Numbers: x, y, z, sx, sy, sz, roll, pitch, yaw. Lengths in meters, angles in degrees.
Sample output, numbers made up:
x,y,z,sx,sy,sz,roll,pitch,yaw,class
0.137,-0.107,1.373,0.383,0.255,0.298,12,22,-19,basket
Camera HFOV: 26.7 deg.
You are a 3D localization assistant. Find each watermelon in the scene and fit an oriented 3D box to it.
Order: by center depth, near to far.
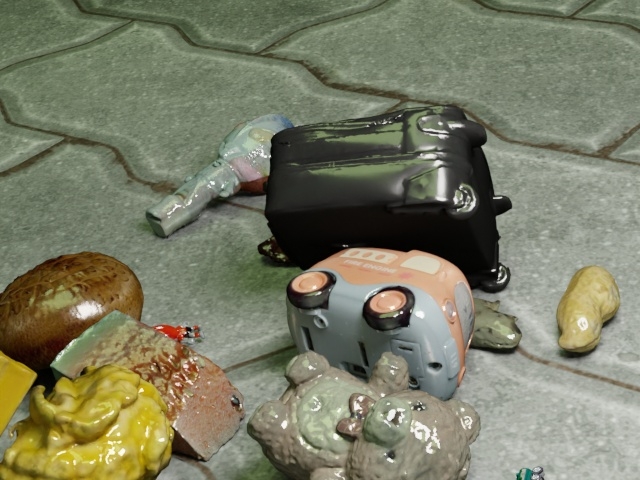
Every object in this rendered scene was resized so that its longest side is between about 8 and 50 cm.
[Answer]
x,y,z,sx,sy,sz,roll,pitch,yaw,class
-0.215,0.205,1.858,0.193,0.139,0.257,-37,46,-27,watermelon

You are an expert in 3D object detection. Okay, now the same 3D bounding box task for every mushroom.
x,y,z,sx,sy,sz,roll,pitch,yaw,class
-0.387,0.109,2.009,0.253,0.153,0.253,-21,13,5,mushroom

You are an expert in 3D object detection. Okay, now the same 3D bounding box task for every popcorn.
x,y,z,sx,sy,sz,roll,pitch,yaw,class
-0.288,0.262,1.653,0.190,0.250,0.250,31,35,-1,popcorn

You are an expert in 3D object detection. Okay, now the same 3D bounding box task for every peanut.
x,y,z,sx,sy,sz,roll,pitch,yaw,class
0.376,0.095,1.891,0.080,0.080,0.174,4,35,24,peanut

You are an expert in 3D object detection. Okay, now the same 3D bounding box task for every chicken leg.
x,y,z,sx,sy,sz,roll,pitch,yaw,class
-0.003,0.002,2.211,0.205,0.053,0.093,1,16,11,chicken leg

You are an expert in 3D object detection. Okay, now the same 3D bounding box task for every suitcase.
x,y,z,sx,sy,sz,roll,pitch,yaw,class
0.094,-0.047,1.968,0.339,0.345,0.188,-5,68,15,suitcase

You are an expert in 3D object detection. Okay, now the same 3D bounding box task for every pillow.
x,y,z,sx,sy,sz,roll,pitch,yaw,class
0.188,0.107,1.948,0.241,0.051,0.093,6,36,31,pillow

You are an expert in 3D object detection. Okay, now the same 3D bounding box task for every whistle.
x,y,z,sx,sy,sz,roll,pitch,yaw,class
-0.158,-0.119,2.409,0.346,0.133,0.142,-37,61,-23,whistle

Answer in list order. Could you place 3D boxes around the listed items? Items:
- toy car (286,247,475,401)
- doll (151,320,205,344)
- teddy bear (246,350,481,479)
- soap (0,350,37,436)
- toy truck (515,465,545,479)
x,y,z,sx,sy,sz,roll,pitch,yaw,class
0.095,0.102,1.842,0.271,0.180,0.212,12,40,35,toy car
-0.232,0.145,2.032,0.114,0.039,0.057,-8,55,-13,doll
0.050,0.243,1.649,0.267,0.151,0.236,13,57,40,teddy bear
-0.510,0.246,1.615,0.204,0.096,0.324,25,80,25,soap
0.246,0.303,1.591,0.044,0.039,0.083,-16,23,26,toy truck
